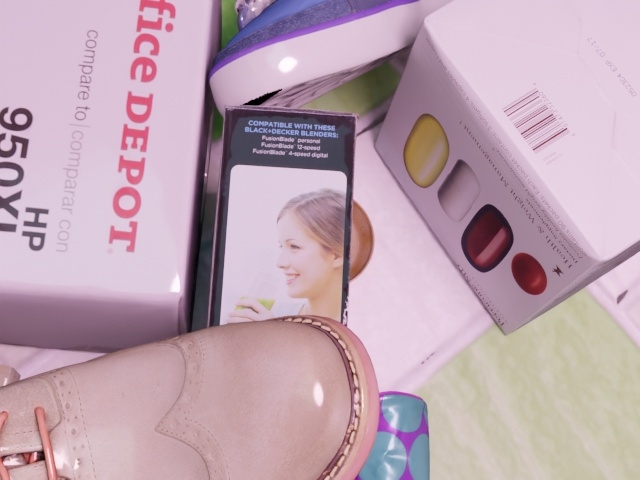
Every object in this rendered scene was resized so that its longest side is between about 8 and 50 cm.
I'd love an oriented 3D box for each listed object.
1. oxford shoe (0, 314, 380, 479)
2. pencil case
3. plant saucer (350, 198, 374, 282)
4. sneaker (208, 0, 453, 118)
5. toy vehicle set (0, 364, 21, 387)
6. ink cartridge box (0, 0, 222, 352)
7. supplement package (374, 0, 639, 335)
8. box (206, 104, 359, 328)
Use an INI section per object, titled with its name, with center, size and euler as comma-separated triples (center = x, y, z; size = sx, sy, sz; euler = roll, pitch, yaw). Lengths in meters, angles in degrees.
[oxford shoe]
center = -0.159, 0.139, 0.537
size = 0.396, 0.146, 0.141
euler = -27, 62, 16
[pencil case]
center = 0.042, 0.185, 0.717
size = 0.070, 0.064, 0.152
euler = 7, 70, -21
[plant saucer]
center = 0.000, 0.000, 0.800
size = 0.083, 0.015, 0.084
euler = 2, 72, -6
[sneaker]
center = -0.008, -0.236, 0.755
size = 0.322, 0.130, 0.236
euler = -33, 98, -44
[toy vehicle set]
center = -0.315, 0.202, 0.683
size = 0.165, 0.035, 0.267
euler = 10, 71, -4
[ink cartridge box]
center = -0.273, -0.087, 0.715
size = 0.394, 0.166, 0.286
euler = 5, 72, -6
[supplement package]
center = 0.163, -0.067, 0.743
size = 0.149, 0.203, 0.194
euler = -31, 77, -15
[box]
center = -0.029, 0.075, 0.682
size = 0.087, 0.169, 0.290
euler = 4, 77, -2
